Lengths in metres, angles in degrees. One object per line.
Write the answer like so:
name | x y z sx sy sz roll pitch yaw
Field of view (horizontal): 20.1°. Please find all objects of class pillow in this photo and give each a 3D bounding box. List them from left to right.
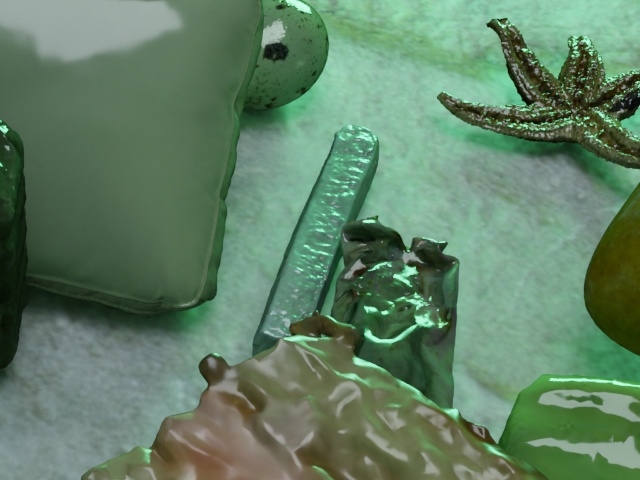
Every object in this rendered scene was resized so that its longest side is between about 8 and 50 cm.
pillow | -0.213 -0.088 1.273 0.322 0.120 0.255 9 81 0

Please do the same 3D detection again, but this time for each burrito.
burrito | 0.043 0.105 1.203 0.096 0.066 0.309 10 45 -5

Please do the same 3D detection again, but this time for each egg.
egg | -0.041 -0.149 1.445 0.085 0.085 0.110 32 58 21

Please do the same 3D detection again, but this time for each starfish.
starfish | 0.212 -0.107 1.475 0.213 0.057 0.238 -16 48 -22

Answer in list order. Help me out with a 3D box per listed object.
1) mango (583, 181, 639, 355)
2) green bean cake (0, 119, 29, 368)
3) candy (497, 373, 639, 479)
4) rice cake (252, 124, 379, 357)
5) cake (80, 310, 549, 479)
mango | 0.344 -0.034 1.316 0.384 0.199 0.221 -30 89 -30
green bean cake | -0.282 0.007 1.156 0.183 0.185 0.094 4 48 -5
candy | 0.271 0.182 1.114 0.343 0.142 0.132 14 55 5
rice cake | 0.000 0.000 1.321 0.042 0.045 0.245 16 42 6
cake | -0.008 0.265 0.862 0.314 0.293 0.307 35 53 30
